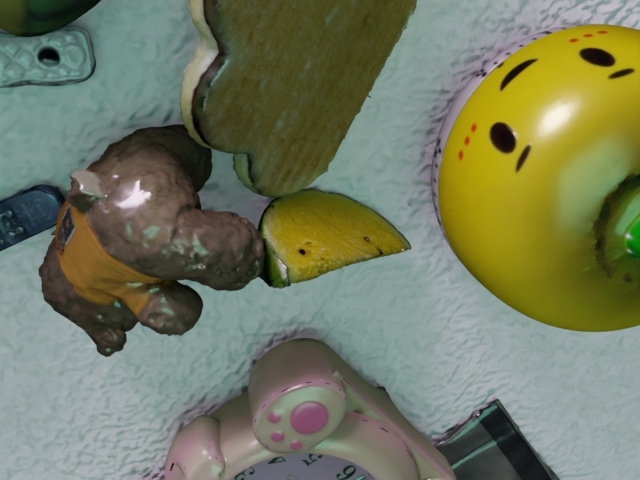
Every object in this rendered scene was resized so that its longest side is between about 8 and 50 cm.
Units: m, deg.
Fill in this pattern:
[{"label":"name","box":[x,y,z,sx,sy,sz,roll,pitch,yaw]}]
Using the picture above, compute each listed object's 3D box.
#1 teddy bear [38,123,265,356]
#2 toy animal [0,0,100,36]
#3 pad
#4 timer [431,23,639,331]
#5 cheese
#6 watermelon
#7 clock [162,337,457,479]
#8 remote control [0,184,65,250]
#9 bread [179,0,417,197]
[{"label":"teddy bear","box":[-0.159,0.004,0.587,0.140,0.177,0.190,2,141,-45]},{"label":"toy animal","box":[-0.264,-0.276,0.430,0.338,0.216,0.191,35,76,-25]},{"label":"pad","box":[0.200,0.310,0.861,0.174,0.022,0.233,-35,114,6]},{"label":"timer","box":[0.241,-0.034,0.584,0.284,0.285,0.285,-4,114,-9]},{"label":"cheese","box":[-0.297,-0.134,0.559,0.234,0.050,0.127,-5,113,-7]},{"label":"watermelon","box":[-0.004,-0.010,0.638,0.181,0.092,0.075,-12,97,-48]},{"label":"clock","box":[-0.035,0.279,0.750,0.309,0.114,0.284,-41,113,9]},{"label":"remote control","box":[-0.294,-0.007,0.629,0.152,0.027,0.044,-23,121,2]},{"label":"bread","box":[-0.015,-0.172,0.545,0.207,0.056,0.287,17,107,-52]}]
